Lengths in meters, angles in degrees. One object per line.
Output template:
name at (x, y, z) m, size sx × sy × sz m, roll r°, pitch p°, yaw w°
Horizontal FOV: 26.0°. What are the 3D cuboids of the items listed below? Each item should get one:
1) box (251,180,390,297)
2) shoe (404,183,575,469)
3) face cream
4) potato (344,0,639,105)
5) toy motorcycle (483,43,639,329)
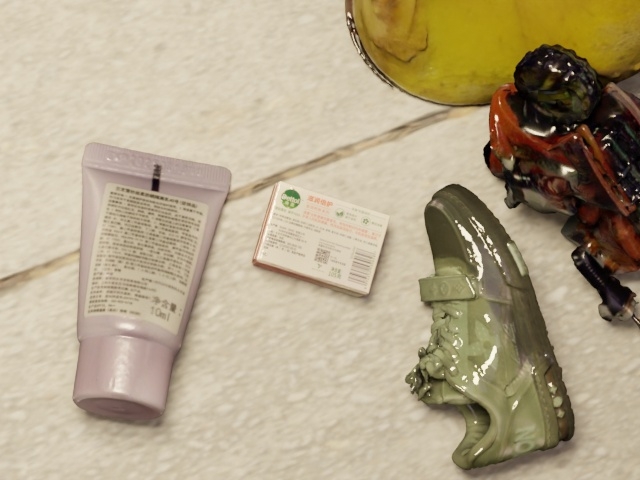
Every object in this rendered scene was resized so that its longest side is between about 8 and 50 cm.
box at (0.000, 0.000, 1.434) m, size 0.125 × 0.043 × 0.089 m, roll 19°, pitch 80°, yaw -7°
shoe at (0.143, 0.098, 1.412) m, size 0.149 × 0.109 × 0.293 m, roll -25°, pitch 92°, yaw -18°
face cream at (-0.182, 0.036, 1.381) m, size 0.154 × 0.096 × 0.274 m, roll 10°, pitch 68°, yaw -7°
potato at (0.250, -0.305, 1.398) m, size 0.397 × 0.296 × 0.290 m, roll 3°, pitch 80°, yaw -12°
toy motorcycle at (0.295, -0.031, 1.439) m, size 0.401 × 0.207 × 0.134 m, roll 47°, pitch 63°, yaw -19°
